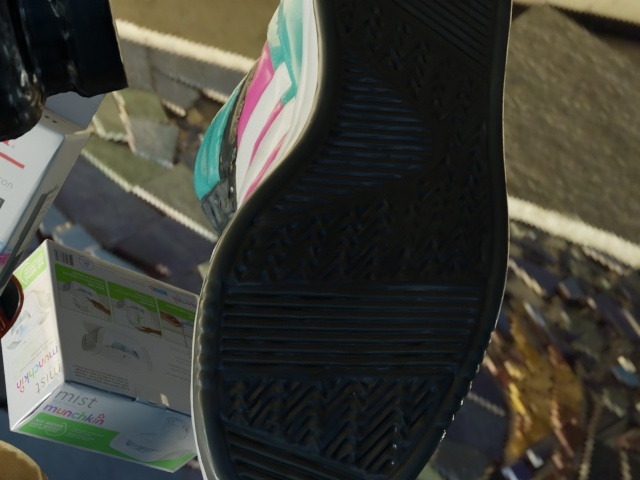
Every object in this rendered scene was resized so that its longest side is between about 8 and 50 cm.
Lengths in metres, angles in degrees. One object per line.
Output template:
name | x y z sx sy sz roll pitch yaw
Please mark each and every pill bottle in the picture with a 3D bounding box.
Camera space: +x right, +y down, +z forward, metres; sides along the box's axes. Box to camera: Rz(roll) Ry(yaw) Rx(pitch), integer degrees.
pill bottle | -0.217 -0.103 0.714 0.219 0.123 0.123 -12 140 -6

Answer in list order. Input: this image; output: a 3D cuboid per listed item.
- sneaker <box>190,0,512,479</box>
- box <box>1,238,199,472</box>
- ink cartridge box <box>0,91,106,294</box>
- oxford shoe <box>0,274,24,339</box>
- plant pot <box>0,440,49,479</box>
sneaker | 0.000 0.000 0.584 0.124 0.295 0.178 16 152 -4
box | -0.271 0.154 1.793 0.262 0.231 0.127 23 127 -40
ink cartridge box | -0.337 -0.052 1.150 0.207 0.119 0.353 29 96 -2
oxford shoe | -0.454 0.134 1.549 0.271 0.098 0.097 -46 125 -32
plant pot | -0.466 0.384 1.688 0.237 0.237 0.254 -33 -178 6
